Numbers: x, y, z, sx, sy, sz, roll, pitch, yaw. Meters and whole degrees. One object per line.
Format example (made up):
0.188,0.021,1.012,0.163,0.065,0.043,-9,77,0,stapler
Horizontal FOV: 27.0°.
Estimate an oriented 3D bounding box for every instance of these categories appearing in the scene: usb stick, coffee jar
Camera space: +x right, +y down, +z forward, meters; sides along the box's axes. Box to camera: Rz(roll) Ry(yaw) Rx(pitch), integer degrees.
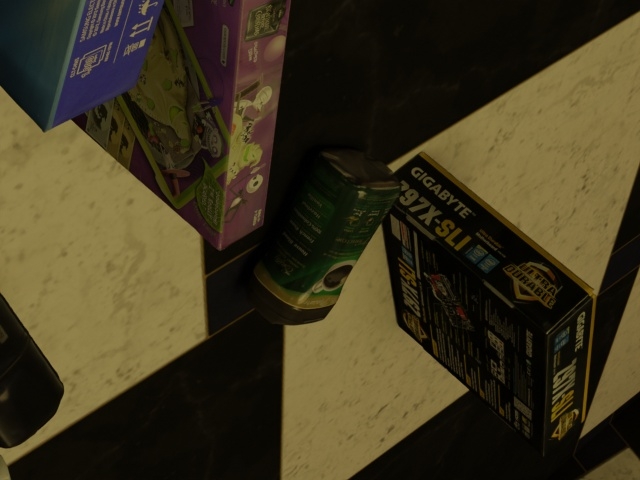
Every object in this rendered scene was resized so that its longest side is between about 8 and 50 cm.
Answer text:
-0.273,0.051,0.987,0.077,0.045,0.278,-49,137,-25,usb stick
0.000,0.000,1.342,0.096,0.079,0.184,-6,131,-54,coffee jar

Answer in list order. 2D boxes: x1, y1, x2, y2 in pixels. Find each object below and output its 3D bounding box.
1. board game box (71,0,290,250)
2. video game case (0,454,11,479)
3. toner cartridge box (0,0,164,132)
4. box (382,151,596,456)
-0.104,-0.177,0.838,0.056,0.208,0.347,-28,147,-31,board game box
-0.366,0.255,1.121,0.227,0.026,0.206,-21,161,-17,video game case
-0.136,-0.230,0.688,0.075,0.165,0.348,-35,163,-38,toner cartridge box
0.188,0.081,1.517,0.079,0.257,0.322,-38,150,-15,box
